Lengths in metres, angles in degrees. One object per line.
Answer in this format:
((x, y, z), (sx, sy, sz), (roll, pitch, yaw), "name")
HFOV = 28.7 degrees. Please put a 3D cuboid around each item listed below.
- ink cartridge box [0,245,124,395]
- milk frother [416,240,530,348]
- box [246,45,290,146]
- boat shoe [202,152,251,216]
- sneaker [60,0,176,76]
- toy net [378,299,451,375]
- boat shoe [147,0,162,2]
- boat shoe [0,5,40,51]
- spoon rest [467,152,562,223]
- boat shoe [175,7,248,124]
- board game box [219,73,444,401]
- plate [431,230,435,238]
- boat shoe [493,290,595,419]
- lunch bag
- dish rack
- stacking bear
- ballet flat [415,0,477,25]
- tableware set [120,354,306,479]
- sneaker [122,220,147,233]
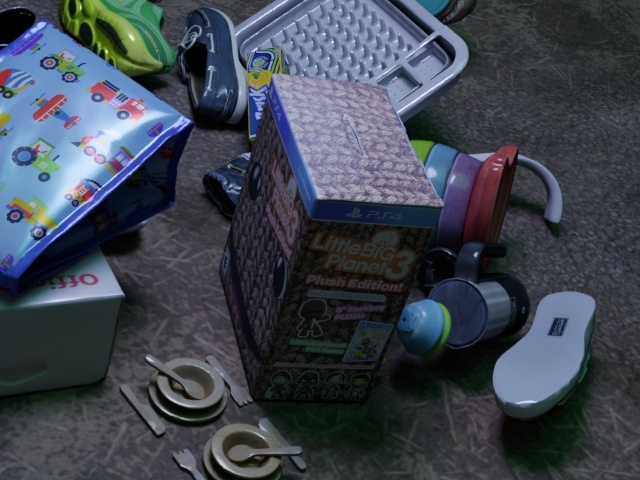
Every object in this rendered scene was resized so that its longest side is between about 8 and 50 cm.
((-0.373, 0.019, 1.368), (0.226, 0.131, 0.306), (-6, 41, -31), "ink cartridge box")
((0.165, 0.068, 1.549), (0.143, 0.129, 0.134), (-13, -5, 30), "milk frother")
((-0.072, -0.196, 1.793), (0.054, 0.059, 0.169), (-12, 53, 10), "box")
((-0.073, -0.043, 1.644), (0.083, 0.065, 0.183), (-28, 53, -35), "boat shoe")
((-0.309, -0.333, 1.900), (0.123, 0.109, 0.296), (8, 36, -40), "sneaker")
((0.079, 0.054, 1.523), (0.045, 0.122, 0.232), (22, 38, -36), "toy net")
((-0.352, -0.466, 2.039), (0.091, 0.109, 0.305), (-12, 40, -34), "boat shoe")
((-0.493, -0.221, 1.630), (0.132, 0.130, 0.355), (27, 37, 12), "boat shoe")
((0.221, -0.099, 1.806), (0.276, 0.084, 0.137), (16, 7, -8), "spoon rest")
((-0.175, -0.269, 1.868), (0.079, 0.095, 0.255), (11, 44, -29), "boat shoe")
((0.000, 0.000, 1.416), (0.141, 0.291, 0.232), (3, 38, -20), "board game box")
((0.059, -0.048, 1.594), (0.188, 0.188, 0.024), (28, 44, 13), "plate")
((0.273, 0.155, 1.506), (0.096, 0.088, 0.267), (3, 25, 20), "boat shoe")
((-0.316, -0.076, 1.315), (0.221, 0.138, 0.293), (35, 46, 15), "lunch bag")
((0.036, -0.266, 1.888), (0.285, 0.072, 0.333), (-35, 54, -8), "dish rack")
((0.099, -0.071, 1.671), (0.288, 0.164, 0.175), (14, 13, 13), "stacking bear")
((0.068, -0.516, 2.165), (0.482, 0.164, 0.182), (36, 18, 14), "ballet flat")
((-0.109, 0.188, 1.335), (0.128, 0.039, 0.194), (-16, 48, -38), "tableware set")
((-0.311, -0.111, 1.576), (0.105, 0.115, 0.281), (-17, 48, -38), "sneaker")
